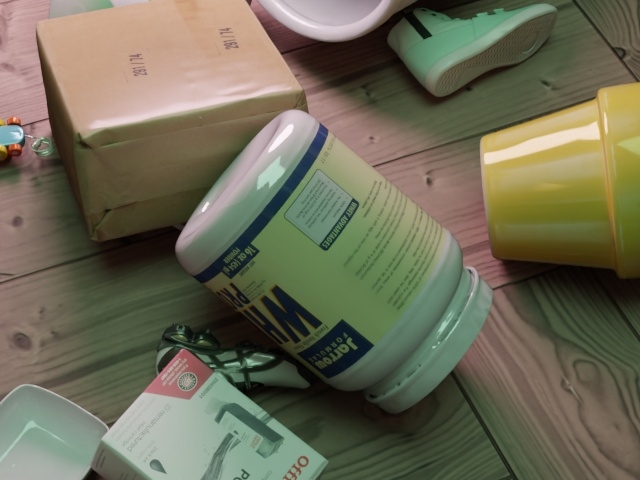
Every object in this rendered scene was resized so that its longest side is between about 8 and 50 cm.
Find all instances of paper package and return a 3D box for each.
[{"bbox_3d":[-0.195,-0.174,1.862,0.309,0.168,0.325,-13,37,-15],"label":"paper package"}]

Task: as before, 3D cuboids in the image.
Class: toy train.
[{"bbox_3d":[-0.444,-0.093,1.910,0.125,0.046,0.166,38,61,19],"label":"toy train"}]

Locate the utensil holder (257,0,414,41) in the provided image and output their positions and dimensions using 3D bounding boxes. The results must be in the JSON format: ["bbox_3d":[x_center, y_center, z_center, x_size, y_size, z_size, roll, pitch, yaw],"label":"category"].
[{"bbox_3d":[0.101,-0.503,2.054,0.327,0.327,0.385,36,44,21],"label":"utensil holder"}]

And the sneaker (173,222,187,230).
[{"bbox_3d":[-0.129,-0.051,1.883,0.170,0.071,0.068,4,52,-1],"label":"sneaker"}]

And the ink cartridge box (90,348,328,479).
[{"bbox_3d":[-0.125,0.254,1.606,0.218,0.092,0.158,38,57,5],"label":"ink cartridge box"}]

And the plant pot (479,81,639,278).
[{"bbox_3d":[0.334,-0.070,1.840,0.239,0.254,0.254,-5,51,11],"label":"plant pot"}]

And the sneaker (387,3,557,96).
[{"bbox_3d":[0.222,-0.321,2.106,0.256,0.094,0.151,-27,56,-24],"label":"sneaker"}]

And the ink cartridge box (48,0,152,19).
[{"bbox_3d":[-0.290,-0.379,2.037,0.181,0.225,0.056,12,21,5],"label":"ink cartridge box"}]

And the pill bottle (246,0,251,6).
[{"bbox_3d":[-0.207,-0.389,2.109,0.208,0.117,0.117,13,53,6],"label":"pill bottle"}]

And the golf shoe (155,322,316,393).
[{"bbox_3d":[-0.105,0.167,1.728,0.198,0.077,0.094,13,74,4],"label":"golf shoe"}]

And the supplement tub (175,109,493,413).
[{"bbox_3d":[0.018,0.029,1.671,0.325,0.235,0.235,39,54,-11],"label":"supplement tub"}]

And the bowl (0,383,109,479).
[{"bbox_3d":[-0.330,0.251,1.646,0.142,0.053,0.142,26,55,14],"label":"bowl"}]
